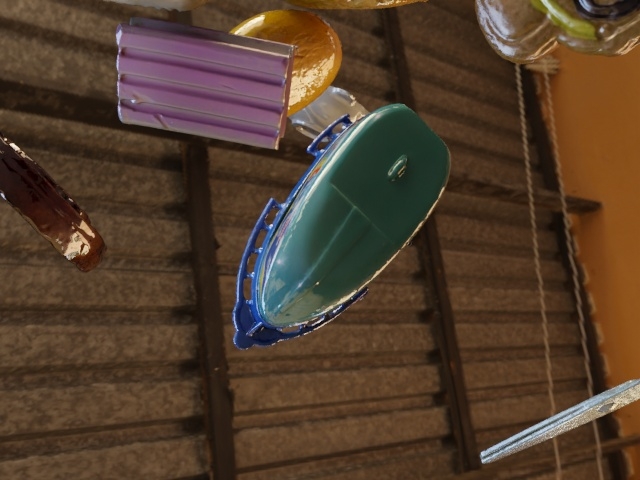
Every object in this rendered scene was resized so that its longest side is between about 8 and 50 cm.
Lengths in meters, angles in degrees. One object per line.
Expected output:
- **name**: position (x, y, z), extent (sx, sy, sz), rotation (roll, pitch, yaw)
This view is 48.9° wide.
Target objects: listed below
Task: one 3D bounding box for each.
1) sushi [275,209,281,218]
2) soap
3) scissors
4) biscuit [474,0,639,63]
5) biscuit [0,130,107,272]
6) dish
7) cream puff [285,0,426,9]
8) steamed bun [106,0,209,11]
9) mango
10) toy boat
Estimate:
- **sushi**: position (-0.073, -0.042, 1.748), extent (0.083, 0.044, 0.046), rotation (29, -143, -9)
- **soap**: position (-0.136, -0.187, 0.836), extent (0.203, 0.122, 0.065), rotation (12, -149, 3)
- **scissors**: position (0.383, 0.179, 0.851), extent (0.193, 0.447, 0.029), rotation (33, -147, -41)
- **biscuit**: position (0.305, -0.306, 0.761), extent (0.041, 0.290, 0.208), rotation (7, -127, -63)
- **biscuit**: position (-0.577, -0.105, 1.396), extent (0.091, 0.407, 0.407), rotation (-45, -73, -11)
- **dish**: position (0.007, -0.261, 1.509), extent (0.228, 0.236, 0.086), rotation (24, -95, 3)
- **cream puff**: position (0.057, -0.473, 1.040), extent (0.327, 0.343, 0.231), rotation (-6, -63, -14)
- **steamed bun**: position (-0.292, -0.405, 0.826), extent (0.247, 0.384, 0.236), rotation (-79, -9, -60)
- **mango**: position (-0.088, -0.258, 1.078), extent (0.317, 0.176, 0.119), rotation (-31, -119, -25)
- **toy boat**: position (0.000, 0.000, 0.438), extent (0.091, 0.110, 0.175), rotation (43, -114, -11)
